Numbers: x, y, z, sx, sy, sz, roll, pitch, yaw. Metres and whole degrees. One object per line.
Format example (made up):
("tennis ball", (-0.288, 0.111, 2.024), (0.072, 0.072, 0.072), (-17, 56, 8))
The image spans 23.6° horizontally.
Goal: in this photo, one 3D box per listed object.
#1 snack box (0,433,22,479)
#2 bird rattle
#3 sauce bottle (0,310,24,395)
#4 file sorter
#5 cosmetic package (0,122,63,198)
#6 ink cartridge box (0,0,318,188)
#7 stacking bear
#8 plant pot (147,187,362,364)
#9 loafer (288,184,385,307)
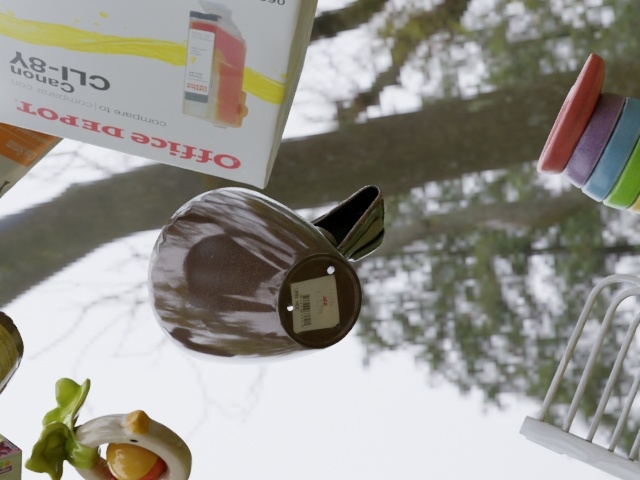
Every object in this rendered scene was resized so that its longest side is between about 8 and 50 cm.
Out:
("snack box", (-0.345, 0.195, 1.334), (0.141, 0.100, 0.037), (-15, -59, -43))
("bird rattle", (-0.266, 0.303, 2.030), (0.253, 0.206, 0.143), (55, -145, -28))
("sauce bottle", (-0.421, 0.176, 1.651), (0.344, 0.111, 0.111), (-64, -38, -69))
("file sorter", (0.344, 0.156, 1.398), (0.277, 0.192, 0.173), (26, -94, -57))
("cosmetic package", (-0.471, -0.098, 1.722), (0.161, 0.453, 0.230), (48, -177, 13))
("ink cartridge box", (-0.139, -0.236, 1.322), (0.385, 0.279, 0.160), (104, -179, -58))
("stacking bear", (0.463, -0.109, 2.125), (0.175, 0.289, 0.164), (103, -168, -72))
("plant pot", (-0.056, 0.056, 1.762), (0.215, 0.230, 0.215), (-4, -82, -29))
("loafer", (0.000, 0.000, 2.060), (0.267, 0.096, 0.084), (-35, -37, -49))
